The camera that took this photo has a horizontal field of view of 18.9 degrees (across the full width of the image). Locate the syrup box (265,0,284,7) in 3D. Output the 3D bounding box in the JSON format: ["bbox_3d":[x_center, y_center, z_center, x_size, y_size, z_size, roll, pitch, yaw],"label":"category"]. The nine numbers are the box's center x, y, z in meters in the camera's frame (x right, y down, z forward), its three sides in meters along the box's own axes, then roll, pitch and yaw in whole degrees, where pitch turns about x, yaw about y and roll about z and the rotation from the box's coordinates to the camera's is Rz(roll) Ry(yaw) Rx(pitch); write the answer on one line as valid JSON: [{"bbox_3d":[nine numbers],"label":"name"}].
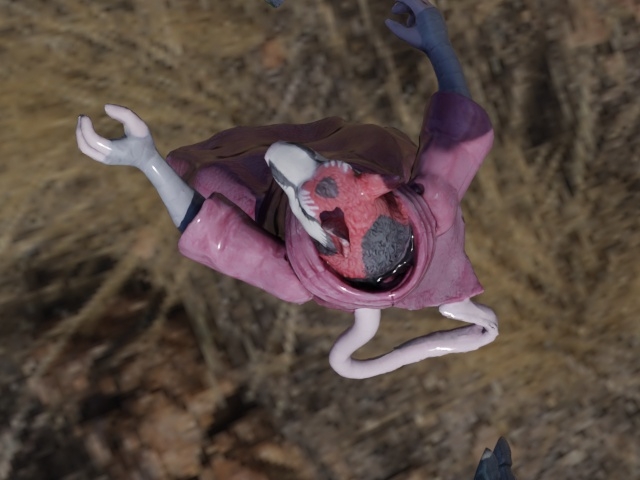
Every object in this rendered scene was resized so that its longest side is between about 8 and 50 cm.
[{"bbox_3d":[-0.080,-0.271,1.383,0.093,0.096,0.237,-45,44,-2],"label":"syrup box"}]

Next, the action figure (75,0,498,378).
[{"bbox_3d":[0.000,0.000,1.254,0.370,0.248,0.275,-134,25,-82],"label":"action figure"}]

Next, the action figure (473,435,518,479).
[{"bbox_3d":[0.178,0.149,0.853,0.232,0.137,0.063,19,96,11],"label":"action figure"}]
